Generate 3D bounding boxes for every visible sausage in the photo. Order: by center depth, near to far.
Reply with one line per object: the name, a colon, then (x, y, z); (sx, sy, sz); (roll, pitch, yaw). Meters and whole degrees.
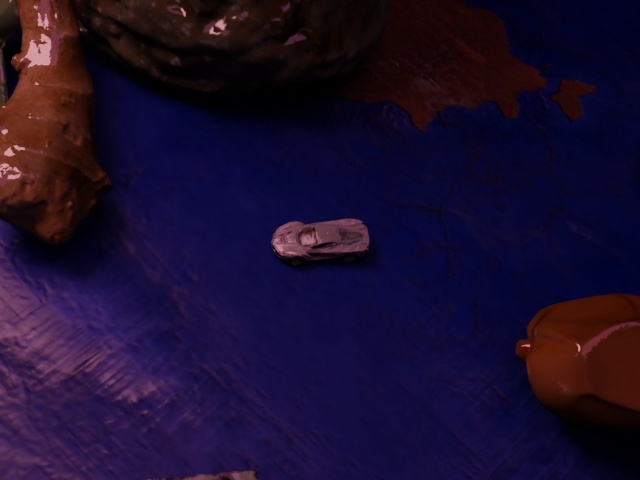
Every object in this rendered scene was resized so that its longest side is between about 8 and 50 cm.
sausage: (0.291, 0.110, 0.937); (0.241, 0.136, 0.120); (9, 88, -9)

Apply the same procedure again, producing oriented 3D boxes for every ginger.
ginger: (-0.255, -0.137, 0.960); (0.131, 0.086, 0.294); (3, 74, -41)

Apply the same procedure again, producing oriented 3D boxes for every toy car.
toy car: (0.000, 0.000, 1.005); (0.093, 0.025, 0.041); (-4, 58, -15)

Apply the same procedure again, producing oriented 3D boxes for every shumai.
shumai: (-0.100, -0.353, 1.035); (0.397, 0.323, 0.324); (34, 59, 13)

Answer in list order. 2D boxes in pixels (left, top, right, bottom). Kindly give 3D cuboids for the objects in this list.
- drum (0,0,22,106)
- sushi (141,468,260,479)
drum: (-0.296, -0.182, 1.016); (0.130, 0.049, 0.253); (-29, 67, 10)
sushi: (-0.164, 0.317, 0.744); (0.292, 0.059, 0.294); (-5, 59, -16)
